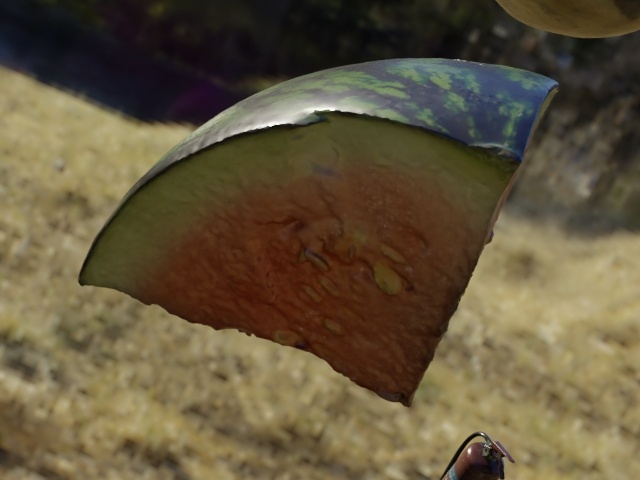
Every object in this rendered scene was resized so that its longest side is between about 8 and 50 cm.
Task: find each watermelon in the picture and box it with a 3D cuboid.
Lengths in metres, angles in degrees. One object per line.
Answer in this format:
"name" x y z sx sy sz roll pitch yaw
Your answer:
"watermelon" -0.001 -0.021 0.747 0.145 0.137 0.193 21 -3 5

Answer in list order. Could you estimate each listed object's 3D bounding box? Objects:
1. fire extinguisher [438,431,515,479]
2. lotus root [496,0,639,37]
"fire extinguisher" 0.118 0.204 1.611 0.039 0.132 0.056 5 43 -32
"lotus root" 0.200 -0.252 1.549 0.183 0.182 0.310 22 3 -15
